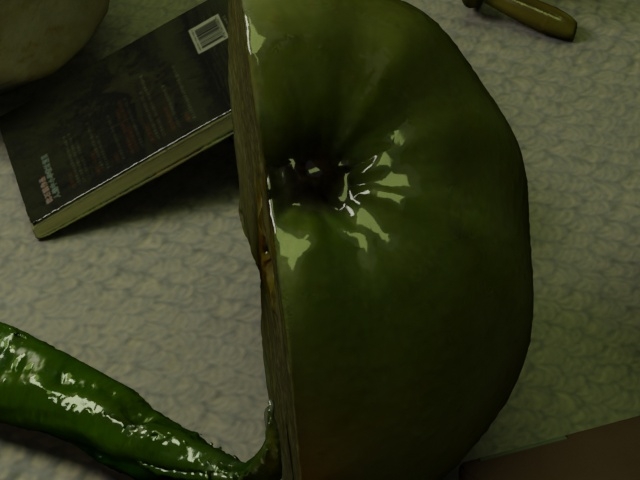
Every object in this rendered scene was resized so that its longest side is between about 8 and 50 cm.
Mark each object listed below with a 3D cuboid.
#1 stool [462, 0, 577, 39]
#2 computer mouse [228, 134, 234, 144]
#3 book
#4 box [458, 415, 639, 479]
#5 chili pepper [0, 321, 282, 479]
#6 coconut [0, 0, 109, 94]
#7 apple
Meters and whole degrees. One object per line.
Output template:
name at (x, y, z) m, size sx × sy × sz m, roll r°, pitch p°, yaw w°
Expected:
stool at (0.192, -0.256, 1.774) m, size 0.110 × 0.134 × 0.135 m, roll 12°, pitch -2°, yaw 12°
computer mouse at (0.020, -0.072, 1.575) m, size 0.167 × 0.090 × 0.379 m, roll -31°, pitch 44°, yaw 1°
book at (-0.155, -0.108, 1.620) m, size 0.228 × 0.024 × 0.160 m, roll -29°, pitch 44°, yaw 4°
box at (0.214, 0.213, 1.251) m, size 0.215 × 0.086 × 0.215 m, roll -12°, pitch 42°, yaw -13°
chili pepper at (-0.168, 0.112, 1.370) m, size 0.359 × 0.085 × 0.076 m, roll 14°, pitch 0°, yaw 29°
coconut at (-0.342, -0.274, 1.691) m, size 0.323 × 0.323 × 0.323 m, roll -1°, pitch 41°, yaw 1°
apple at (0.000, 0.000, 1.259) m, size 0.320 × 0.360 × 0.312 m, roll 37°, pitch 78°, yaw 3°
